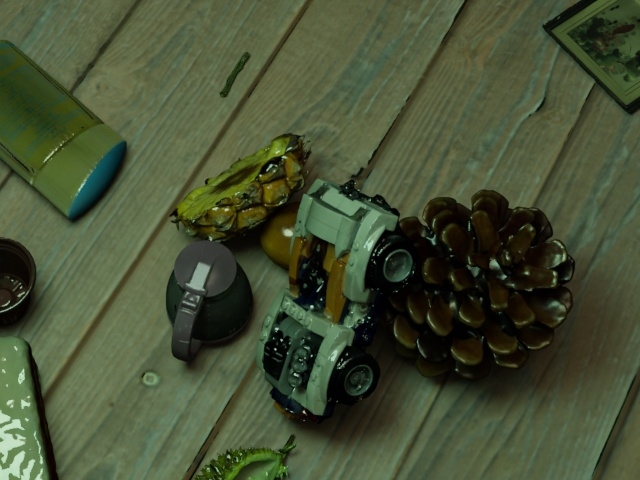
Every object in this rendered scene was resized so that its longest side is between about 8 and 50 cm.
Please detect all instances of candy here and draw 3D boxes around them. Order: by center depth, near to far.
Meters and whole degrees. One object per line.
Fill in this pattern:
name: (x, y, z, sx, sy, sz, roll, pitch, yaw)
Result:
candy: (-0.409, 0.284, 1.586, 0.180, 0.135, 0.320, -13, 62, -10)

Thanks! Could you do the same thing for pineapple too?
pineapple: (-0.098, -0.063, 1.759, 0.225, 0.225, 0.076, -41, 106, -20)

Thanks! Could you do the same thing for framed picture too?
framed picture: (0.466, -0.301, 1.979, 0.195, 0.010, 0.199, -34, 69, -17)

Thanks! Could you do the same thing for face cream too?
face cream: (-0.398, -0.160, 1.850, 0.285, 0.067, 0.139, 40, 69, 18)

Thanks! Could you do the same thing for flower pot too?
flower pot: (-0.419, 0.063, 1.724, 0.111, 0.089, 0.111, 1, 64, -1)

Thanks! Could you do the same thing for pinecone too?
pinecone: (0.204, 0.056, 1.661, 0.264, 0.264, 0.264, 1, 63, -1)

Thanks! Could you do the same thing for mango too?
mango: (-0.002, 0.002, 1.775, 0.159, 0.084, 0.105, 18, 46, -11)

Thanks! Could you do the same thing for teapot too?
teapot: (-0.158, 0.069, 1.696, 0.148, 0.146, 0.116, -38, 70, -18)

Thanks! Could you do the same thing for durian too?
durian: (-0.107, 0.314, 1.627, 0.100, 0.086, 0.215, 38, 67, -20)

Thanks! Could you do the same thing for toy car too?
toy car: (0.010, 0.080, 1.632, 0.193, 0.118, 0.301, 34, 106, 53)

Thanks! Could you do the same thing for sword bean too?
sword bean: (-0.126, -0.244, 1.933, 0.012, 0.012, 0.083, 23, 66, 10)
